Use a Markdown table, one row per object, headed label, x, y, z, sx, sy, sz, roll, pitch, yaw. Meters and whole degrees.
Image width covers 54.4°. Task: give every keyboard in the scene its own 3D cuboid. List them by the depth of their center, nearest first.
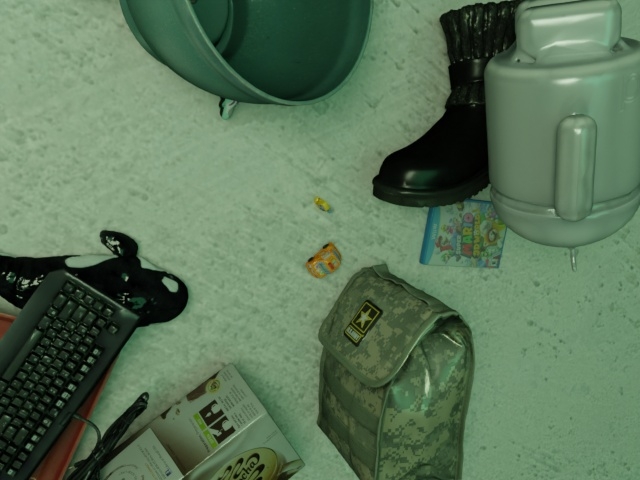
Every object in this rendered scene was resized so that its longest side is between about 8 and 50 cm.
| label | x | y | z | sx | sy | sz | roll | pitch | yaw |
| --- | --- | --- | --- | --- | --- | --- | --- | --- | --- |
| keyboard | -0.316 | 0.205 | 0.750 | 0.202 | 0.033 | 0.317 | 34 | 98 | -18 |

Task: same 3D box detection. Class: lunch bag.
| label | x | y | z | sx | sy | sz | roll | pitch | yaw |
| --- | --- | --- | --- | --- | --- | --- | --- | --- | --- |
| lunch bag | 0.102 | 0.195 | 0.931 | 0.169 | 0.235 | 0.286 | -1 | 103 | -22 |

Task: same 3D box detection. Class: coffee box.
| label | x | y | z | sx | sy | sz | roll | pitch | yaw |
| --- | --- | --- | --- | --- | --- | --- | --- | --- | --- |
| coffee box | -0.191 | 0.337 | 0.871 | 0.297 | 0.119 | 0.168 | -36 | 133 | -14 |

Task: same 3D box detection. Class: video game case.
| label | x | y | z | sx | sy | sz | roll | pitch | yaw |
| --- | --- | --- | --- | --- | --- | --- | --- | --- | --- |
| video game case | 0.252 | -0.013 | 1.076 | 0.166 | 0.015 | 0.119 | 4 | 101 | -26 |

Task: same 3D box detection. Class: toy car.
| label | x | y | z | sx | sy | sz | roll | pitch | yaw |
| --- | --- | --- | --- | --- | --- | --- | --- | --- | --- |
| toy car | 0.000 | 0.000 | 0.944 | 0.060 | 0.040 | 0.122 | -25 | 113 | -18 |

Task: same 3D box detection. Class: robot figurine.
| label | x | y | z | sx | sy | sz | roll | pitch | yaw |
| --- | --- | --- | --- | --- | --- | --- | --- | --- | --- |
| robot figurine | 0.326 | -0.139 | 0.833 | 0.200 | 0.300 | 0.353 | 0 | 119 | 20 |

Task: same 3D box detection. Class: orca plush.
| label | x | y | z | sx | sy | sz | roll | pitch | yaw |
| --- | --- | --- | --- | --- | --- | --- | --- | --- | --- |
| orca plush | -0.297 | 0.056 | 0.780 | 0.287 | 0.102 | 0.151 | 31 | 88 | -28 |

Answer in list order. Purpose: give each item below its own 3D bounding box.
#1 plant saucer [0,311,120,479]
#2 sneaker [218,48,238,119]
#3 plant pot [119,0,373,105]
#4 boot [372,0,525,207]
| label | x | y | z | sx | sy | sz | roll | pitch | yaw |
| --- | --- | --- | --- | --- | --- | --- | --- | --- | --- |
| plant saucer | -0.424 | 0.201 | 0.778 | 0.259 | 0.048 | 0.259 | 22 | 97 | -28 |
| sneaker | -0.096 | -0.206 | 0.847 | 0.069 | 0.038 | 0.098 | 13 | 97 | -27 |
| plant pot | -0.105 | -0.291 | 0.705 | 0.293 | 0.196 | 0.292 | -3 | 94 | -48 |
| boot | 0.209 | -0.214 | 0.935 | 0.348 | 0.131 | 0.260 | -24 | 119 | -30 |
